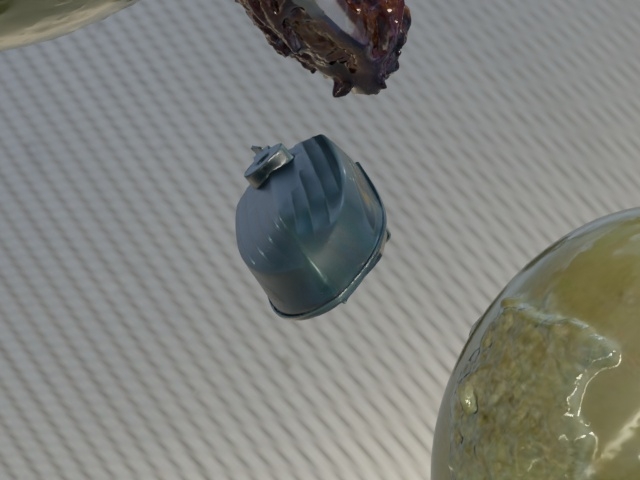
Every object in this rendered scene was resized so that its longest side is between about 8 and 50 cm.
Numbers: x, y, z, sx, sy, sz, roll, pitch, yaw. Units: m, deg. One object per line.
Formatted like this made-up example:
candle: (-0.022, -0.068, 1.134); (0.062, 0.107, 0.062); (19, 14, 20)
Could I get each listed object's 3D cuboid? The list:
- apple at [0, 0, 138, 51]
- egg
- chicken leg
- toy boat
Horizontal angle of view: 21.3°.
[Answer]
apple: (-0.112, -0.224, 0.553); (0.258, 0.233, 0.295); (-21, 84, -32)
egg: (0.120, 0.078, 0.632); (0.164, 0.201, 0.164); (6, 38, -4)
chicken leg: (-0.024, -0.279, 1.430); (0.158, 0.407, 0.096); (-22, 37, -5)
toy boat: (0.000, 0.000, 1.056); (0.103, 0.093, 0.246); (48, 6, -14)
